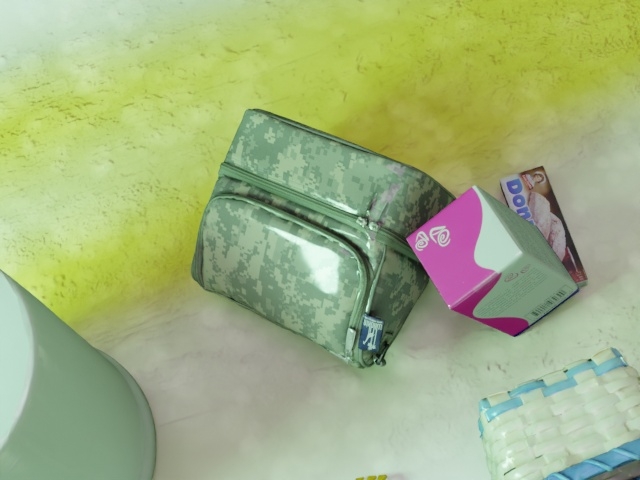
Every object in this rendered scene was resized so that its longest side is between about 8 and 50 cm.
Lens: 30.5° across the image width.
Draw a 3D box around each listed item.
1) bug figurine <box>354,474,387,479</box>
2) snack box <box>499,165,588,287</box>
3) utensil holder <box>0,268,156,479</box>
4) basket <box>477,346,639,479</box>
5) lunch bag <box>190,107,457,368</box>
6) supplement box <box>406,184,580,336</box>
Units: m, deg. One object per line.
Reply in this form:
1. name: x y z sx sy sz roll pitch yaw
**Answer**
1. bug figurine: -0.011 0.372 1.380 0.216 0.279 0.072 -9 103 25
2. snack box: 0.298 -0.012 1.575 0.064 0.022 0.178 -18 64 4
3. utensil holder: -0.411 0.218 1.411 0.327 0.385 0.328 -5 65 10
4. basket: 0.319 0.288 1.335 0.254 0.201 0.289 -19 58 0
5. lunch bag: 0.000 0.000 1.526 0.305 0.212 0.256 24 90 26
6. supplement box: 0.217 0.031 1.449 0.111 0.220 0.114 -38 63 15
